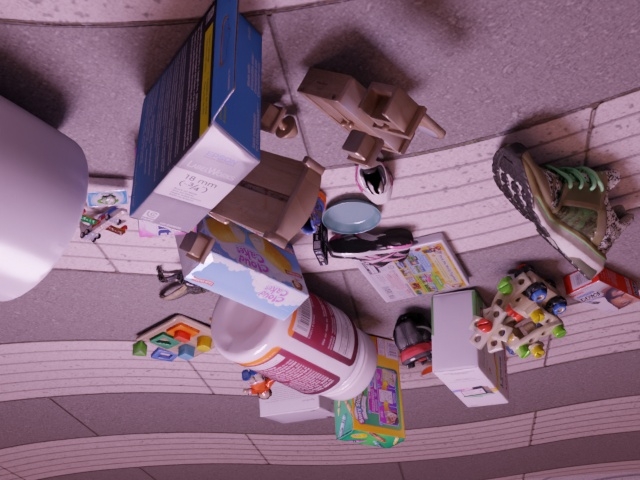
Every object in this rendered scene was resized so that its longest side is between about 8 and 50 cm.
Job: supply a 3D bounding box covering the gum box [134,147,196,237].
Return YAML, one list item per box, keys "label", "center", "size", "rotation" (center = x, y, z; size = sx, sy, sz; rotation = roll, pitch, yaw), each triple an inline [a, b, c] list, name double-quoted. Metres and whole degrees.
- label: "gum box"
  center: [-0.280, -0.091, 1.495]
  size: [0.107, 0.062, 0.188]
  rotation: [-4, 141, -14]

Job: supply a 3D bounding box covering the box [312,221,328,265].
- label: "box"
  center: [0.000, 0.000, 1.674]
  size: [0.018, 0.083, 0.067]
  rotation: [-7, 148, 11]

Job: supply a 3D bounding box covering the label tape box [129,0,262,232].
- label: "label tape box"
  center: [-0.156, -0.193, 1.189]
  size: [0.106, 0.240, 0.334]
  rotation: [18, 144, -29]

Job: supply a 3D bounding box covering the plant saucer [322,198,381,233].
- label: "plant saucer"
  center: [0.062, -0.052, 1.651]
  size: [0.119, 0.021, 0.119]
  rotation: [-2, 149, -1]

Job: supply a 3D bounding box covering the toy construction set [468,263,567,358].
- label: "toy construction set"
  center: [0.455, 0.176, 1.903]
  size: [0.215, 0.151, 0.328]
  rotation: [-42, 151, 20]

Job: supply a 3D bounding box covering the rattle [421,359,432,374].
- label: "rattle"
  center: [0.403, 0.347, 2.330]
  size: [0.200, 0.142, 0.130]
  rotation: [-6, 120, 37]

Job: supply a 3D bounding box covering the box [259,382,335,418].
- label: "box"
  center: [-0.063, 0.448, 2.359]
  size: [0.182, 0.119, 0.181]
  rotation: [-11, 158, 15]

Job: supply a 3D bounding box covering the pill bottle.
- label: "pill bottle"
  center: [-0.049, 0.233, 1.928]
  size: [0.224, 0.224, 0.392]
  rotation: [-22, 143, 30]

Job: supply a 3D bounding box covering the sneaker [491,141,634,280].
- label: "sneaker"
  center: [0.466, -0.092, 1.544]
  size: [0.182, 0.158, 0.410]
  rotation: [-45, 135, 8]

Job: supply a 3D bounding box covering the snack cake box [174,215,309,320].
- label: "snack cake box"
  center: [-0.158, 0.043, 1.654]
  size: [0.264, 0.152, 0.089]
  rotation: [27, 118, -39]

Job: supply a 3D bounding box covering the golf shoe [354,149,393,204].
- label: "golf shoe"
  center: [0.094, -0.109, 1.497]
  size: [0.068, 0.085, 0.186]
  rotation: [-10, 150, 11]

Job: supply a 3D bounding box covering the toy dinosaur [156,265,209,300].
- label: "toy dinosaur"
  center: [-0.298, 0.094, 1.844]
  size: [0.268, 0.064, 0.118]
  rotation: [-17, 153, 30]

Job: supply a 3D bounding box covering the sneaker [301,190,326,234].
- label: "sneaker"
  center: [-0.078, -0.076, 1.541]
  size: [0.221, 0.087, 0.083]
  rotation: [19, 143, -31]

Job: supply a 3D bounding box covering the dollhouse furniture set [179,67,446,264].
- label: "dollhouse furniture set"
  center: [-0.006, -0.067, 1.290]
  size: [0.174, 0.355, 0.303]
  rotation: [32, 174, -42]

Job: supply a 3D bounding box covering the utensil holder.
- label: "utensil holder"
  center: [-0.597, -0.107, 1.236]
  size: [0.328, 0.327, 0.385]
  rotation: [-22, 145, 30]

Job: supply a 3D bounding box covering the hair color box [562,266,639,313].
- label: "hair color box"
  center: [0.661, 0.114, 1.930]
  size: [0.167, 0.053, 0.093]
  rotation: [20, 142, -33]

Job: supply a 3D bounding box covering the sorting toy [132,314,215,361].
- label: "sorting toy"
  center: [-0.351, 0.263, 2.133]
  size: [0.196, 0.047, 0.348]
  rotation: [26, 139, -38]

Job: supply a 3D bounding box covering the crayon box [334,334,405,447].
- label: "crayon box"
  center: [0.122, 0.384, 2.135]
  size: [0.165, 0.278, 0.081]
  rotation: [17, 144, -27]

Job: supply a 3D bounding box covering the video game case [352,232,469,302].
- label: "video game case"
  center: [0.207, 0.065, 1.853]
  size: [0.207, 0.026, 0.227]
  rotation: [-14, 146, 19]

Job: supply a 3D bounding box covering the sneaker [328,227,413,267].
- label: "sneaker"
  center: [0.105, 0.027, 1.722]
  size: [0.178, 0.072, 0.077]
  rotation: [-1, 134, 1]

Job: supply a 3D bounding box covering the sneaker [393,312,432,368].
- label: "sneaker"
  center: [0.255, 0.247, 2.095]
  size: [0.098, 0.135, 0.276]
  rotation: [-28, 165, 17]

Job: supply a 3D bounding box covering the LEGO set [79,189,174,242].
- label: "LEGO set"
  center: [-0.388, -0.064, 1.604]
  size: [0.244, 0.060, 0.182]
  rotation: [-6, 149, -14]

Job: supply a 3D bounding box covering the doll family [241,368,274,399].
- label: "doll family"
  center: [-0.097, 0.327, 2.220]
  size: [0.263, 0.118, 0.163]
  rotation: [-24, 140, 2]

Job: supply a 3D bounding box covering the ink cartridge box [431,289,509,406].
- label: "ink cartridge box"
  center: [0.372, 0.272, 2.029]
  size: [0.117, 0.201, 0.278]
  rotation: [-11, 148, 24]
